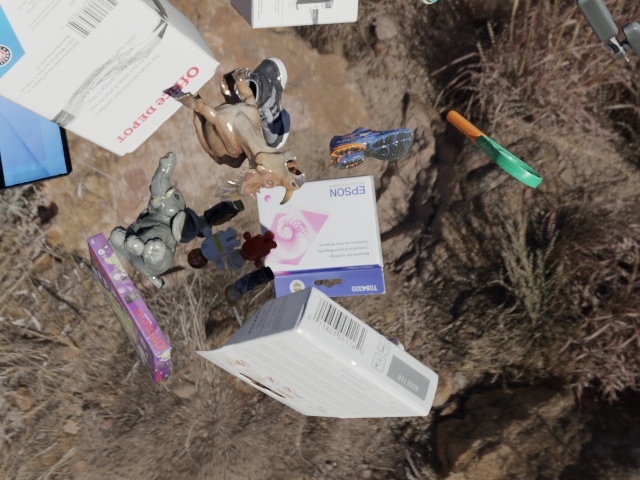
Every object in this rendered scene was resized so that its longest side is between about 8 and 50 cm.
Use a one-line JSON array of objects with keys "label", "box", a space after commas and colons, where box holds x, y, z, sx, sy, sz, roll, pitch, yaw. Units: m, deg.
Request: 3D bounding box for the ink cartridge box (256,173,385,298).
[{"label": "ink cartridge box", "box": [0.000, 0.000, 1.717, 0.324, 0.071, 0.330, -6, 95, 16]}]

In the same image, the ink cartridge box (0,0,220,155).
[{"label": "ink cartridge box", "box": [-0.332, -0.282, 0.882, 0.223, 0.307, 0.129, -39, 60, 14]}]

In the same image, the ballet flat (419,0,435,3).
[{"label": "ballet flat", "box": [0.203, -0.464, 1.012, 0.168, 0.057, 0.052, -54, 47, 14]}]

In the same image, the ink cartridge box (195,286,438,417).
[{"label": "ink cartridge box", "box": [-0.021, 0.231, 1.190, 0.308, 0.385, 0.091, 36, 59, -23]}]

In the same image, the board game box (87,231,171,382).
[{"label": "board game box", "box": [-0.475, 0.170, 1.562, 0.056, 0.208, 0.347, -25, 69, -31]}]

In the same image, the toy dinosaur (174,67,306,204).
[{"label": "toy dinosaur", "box": [-0.140, -0.157, 1.002, 0.127, 0.295, 0.200, -24, 110, -10]}]

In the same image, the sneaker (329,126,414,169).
[{"label": "sneaker", "box": [0.122, -0.241, 1.520, 0.221, 0.083, 0.087, -11, 49, -11]}]

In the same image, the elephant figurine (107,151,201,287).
[{"label": "elephant figurine", "box": [-0.363, -0.048, 1.466, 0.169, 0.186, 0.239, 35, 61, -9]}]

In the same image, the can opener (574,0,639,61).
[{"label": "can opener", "box": [0.653, -0.499, 1.423, 0.280, 0.093, 0.074, 23, 47, -40]}]

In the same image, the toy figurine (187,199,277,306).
[{"label": "toy figurine", "box": [-0.218, 0.026, 1.516, 0.148, 0.213, 0.210, -28, 35, 19]}]

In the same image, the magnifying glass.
[{"label": "magnifying glass", "box": [0.302, -0.166, 1.117, 0.092, 0.026, 0.231, 12, 28, -42]}]

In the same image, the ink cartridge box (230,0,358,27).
[{"label": "ink cartridge box", "box": [-0.065, -0.611, 1.539, 0.272, 0.114, 0.197, -10, 39, -21]}]

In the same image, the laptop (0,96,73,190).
[{"label": "laptop", "box": [-0.650, -0.226, 1.215, 0.264, 0.136, 0.234, 2, 71, -56]}]

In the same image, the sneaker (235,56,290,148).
[{"label": "sneaker", "box": [-0.168, -0.367, 1.764, 0.101, 0.269, 0.153, 21, 38, 29]}]

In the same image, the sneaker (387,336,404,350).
[{"label": "sneaker", "box": [0.182, 0.349, 1.757, 0.095, 0.235, 0.090, 42, 54, 4]}]
